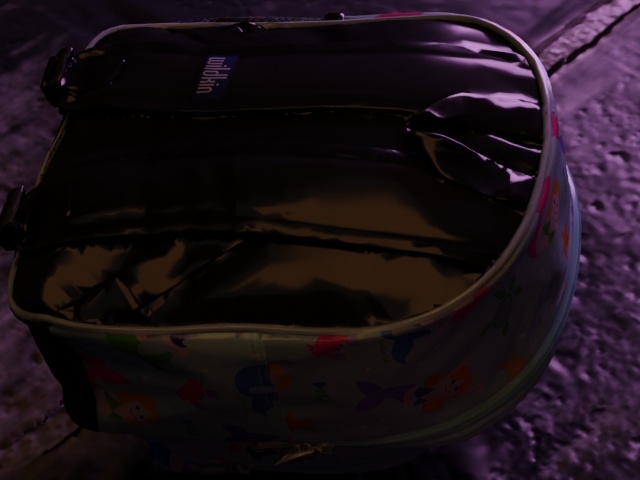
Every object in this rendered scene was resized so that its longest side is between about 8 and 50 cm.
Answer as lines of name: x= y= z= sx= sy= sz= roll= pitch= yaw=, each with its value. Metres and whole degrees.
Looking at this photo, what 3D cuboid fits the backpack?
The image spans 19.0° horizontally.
backpack: x=0.000 y=0.000 z=0.934 sx=0.253 sy=0.191 sz=0.225 roll=-5 pitch=48 yaw=20
